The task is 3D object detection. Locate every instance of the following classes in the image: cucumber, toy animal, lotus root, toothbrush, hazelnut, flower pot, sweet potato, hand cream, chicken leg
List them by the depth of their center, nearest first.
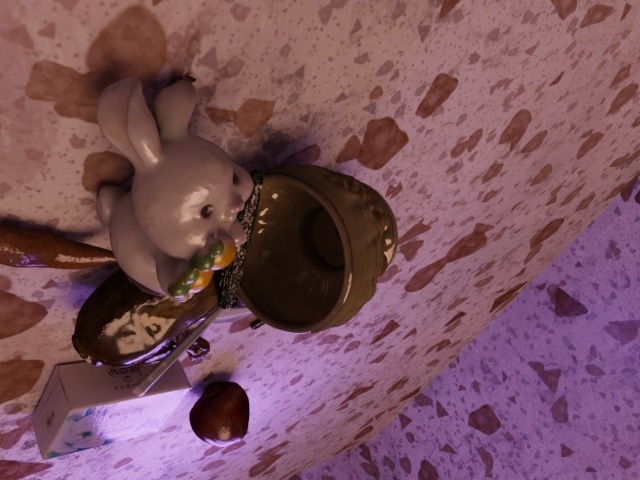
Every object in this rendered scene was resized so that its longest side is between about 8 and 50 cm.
[{"bbox_3d":[-0.202,-0.056,0.746,0.183,0.247,0.310,-36,170,-32],"label":"toy animal"},{"bbox_3d":[-0.431,0.009,0.769,0.067,0.059,0.281,-37,151,30],"label":"sweet potato"},{"bbox_3d":[-0.137,0.000,0.890,0.044,0.043,0.257,13,111,-8],"label":"cucumber"},{"bbox_3d":[-0.307,0.108,0.944,0.275,0.152,0.160,-37,148,-14],"label":"lotus root"},{"bbox_3d":[0.000,0.000,0.973,0.244,0.307,0.307,-20,151,-54],"label":"flower pot"},{"bbox_3d":[-0.254,0.190,1.109,0.342,0.025,0.030,-45,-174,-24],"label":"toothbrush"},{"bbox_3d":[-0.252,0.161,1.172,0.079,0.048,0.255,-25,157,32],"label":"hand cream"},{"bbox_3d":[-0.328,0.229,1.177,0.107,0.087,0.251,-30,157,10],"label":"chicken leg"},{"bbox_3d":[-0.275,0.491,1.500,0.178,0.178,0.204,-20,163,-22],"label":"hazelnut"}]

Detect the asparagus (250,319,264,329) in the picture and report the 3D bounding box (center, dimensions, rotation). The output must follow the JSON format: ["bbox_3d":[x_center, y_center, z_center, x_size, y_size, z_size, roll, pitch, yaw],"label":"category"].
[{"bbox_3d":[-0.080,0.171,1.386,0.233,0.023,0.022,-30,-166,-7],"label":"asparagus"}]

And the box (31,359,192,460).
[{"bbox_3d":[-0.465,0.362,1.187,0.274,0.116,0.203,3,133,-46],"label":"box"}]
